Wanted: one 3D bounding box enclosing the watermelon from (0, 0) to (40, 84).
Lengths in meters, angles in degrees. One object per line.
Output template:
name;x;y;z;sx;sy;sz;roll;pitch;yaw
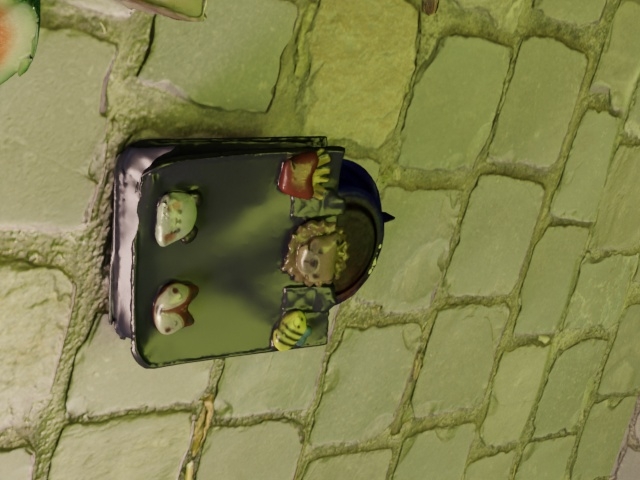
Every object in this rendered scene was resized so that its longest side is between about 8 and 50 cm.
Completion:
watermelon;-0.375;-0.291;1.055;0.292;0.222;0.319;4;106;-43

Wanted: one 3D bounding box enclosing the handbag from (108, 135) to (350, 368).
handbag;-0.115;0.013;1.480;0.329;0.122;0.303;-3;113;-23

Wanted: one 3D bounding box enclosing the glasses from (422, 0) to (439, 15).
glasses;0.257;-0.501;1.694;0.234;0.118;0.268;-33;130;-33

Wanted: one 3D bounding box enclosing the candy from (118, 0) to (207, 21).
candy;-0.206;-0.363;1.255;0.195;0.137;0.185;11;101;-50

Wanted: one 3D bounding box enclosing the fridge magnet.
fridge magnet;0.000;0.000;1.676;0.265;0.112;0.266;-20;122;-35
